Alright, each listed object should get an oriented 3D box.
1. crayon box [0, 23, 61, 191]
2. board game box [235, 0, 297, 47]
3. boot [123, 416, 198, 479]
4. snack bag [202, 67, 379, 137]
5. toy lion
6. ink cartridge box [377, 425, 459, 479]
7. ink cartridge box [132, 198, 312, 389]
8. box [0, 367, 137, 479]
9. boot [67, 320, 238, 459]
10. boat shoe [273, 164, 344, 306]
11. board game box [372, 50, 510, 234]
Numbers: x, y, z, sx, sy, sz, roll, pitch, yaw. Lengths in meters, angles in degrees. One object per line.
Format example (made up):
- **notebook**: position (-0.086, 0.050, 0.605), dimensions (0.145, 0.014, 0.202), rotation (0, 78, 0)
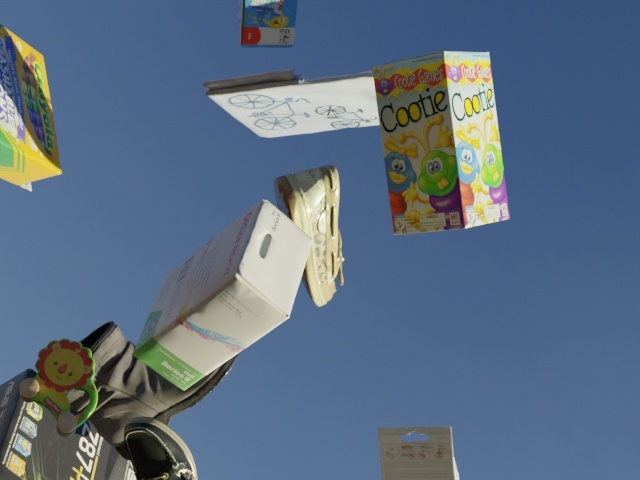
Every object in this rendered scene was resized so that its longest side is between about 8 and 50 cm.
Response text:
- **crayon box**: position (-0.474, -0.206, 1.527), dimensions (0.323, 0.083, 0.203), rotation (42, 36, -77)
- **board game box**: position (-0.087, -0.514, 1.644), dimensions (0.302, 0.086, 0.308), rotation (98, -13, -44)
- **boot**: position (-0.241, 0.398, 1.549), dimensions (0.085, 0.178, 0.236), rotation (-15, -66, 18)
- **snack bag**: position (-0.011, -0.264, 1.987), dimensions (0.342, 0.037, 0.323), rotation (-4, -11, 15)
- **toy lion**: position (-0.309, 0.173, 1.267), dimensions (0.100, 0.096, 0.034), rotation (42, -25, 6)
- **ink cartridge box**: position (0.187, 0.432, 1.987), dimensions (0.145, 0.045, 0.179), rotation (-4, -79, 13)
- **ink cartridge box**: position (-0.121, 0.068, 1.306), dimensions (0.093, 0.154, 0.212), rotation (38, -54, -19)
- **box**: position (-0.479, 0.465, 1.849), dimensions (0.097, 0.395, 0.318), rotation (-30, -62, 19)
- **boot**: position (-0.317, 0.223, 1.930), dimensions (0.223, 0.338, 0.118), rotation (49, -13, -19)
- **boat shoe**: position (0.000, 0.000, 1.544), dimensions (0.285, 0.089, 0.105), rotation (79, -14, -56)
- **board game box**: position (0.197, -0.157, 1.690), dimensions (0.142, 0.144, 0.275), rotation (-6, -86, 40)
